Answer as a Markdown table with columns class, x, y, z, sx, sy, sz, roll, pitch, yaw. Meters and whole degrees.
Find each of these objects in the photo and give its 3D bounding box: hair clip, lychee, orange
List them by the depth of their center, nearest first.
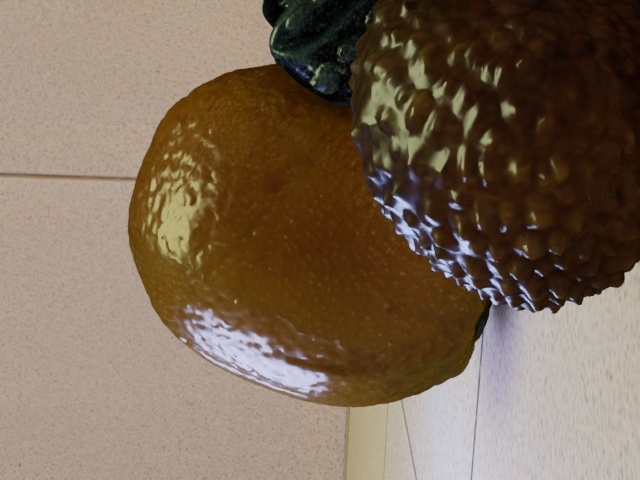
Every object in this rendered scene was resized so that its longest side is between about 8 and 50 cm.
| class | x | y | z | sx | sy | sz | roll | pitch | yaw |
| --- | --- | --- | --- | --- | --- | --- | --- | --- | --- |
| lychee | 0.106 | -0.073 | 0.854 | 0.200 | 0.200 | 0.238 | -91 | -9 | -53 |
| hair clip | 0.083 | -0.260 | 1.337 | 0.194 | 0.206 | 0.310 | -101 | 27 | -59 |
| orange | 0.000 | 0.000 | 1.495 | 0.322 | 0.357 | 0.322 | -53 | -18 | -26 |
